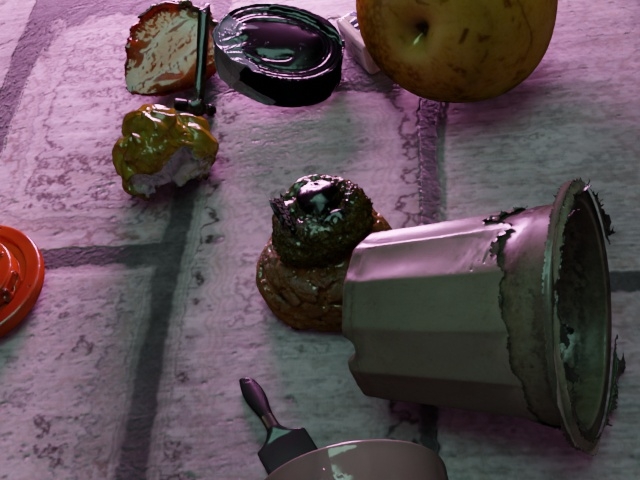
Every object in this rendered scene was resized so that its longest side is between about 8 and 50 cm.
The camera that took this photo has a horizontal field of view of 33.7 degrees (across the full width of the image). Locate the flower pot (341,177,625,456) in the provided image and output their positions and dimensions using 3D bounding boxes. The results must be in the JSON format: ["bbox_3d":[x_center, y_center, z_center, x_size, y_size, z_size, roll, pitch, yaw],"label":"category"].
[{"bbox_3d":[0.171,0.078,1.128,0.259,0.290,0.290,-1,50,26],"label":"flower pot"}]

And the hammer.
[{"bbox_3d":[-0.183,-0.274,1.586,0.065,0.021,0.178,5,82,-9],"label":"hammer"}]

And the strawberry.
[{"bbox_3d":[-0.227,-0.282,1.625,0.146,0.082,0.187,39,74,8],"label":"strawberry"}]

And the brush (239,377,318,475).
[{"bbox_3d":[-0.047,0.224,1.203,0.063,0.016,0.193,-27,50,-10],"label":"brush"}]

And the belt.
[{"bbox_3d":[-0.066,-0.272,1.560,0.198,0.078,0.151,17,58,7],"label":"belt"}]

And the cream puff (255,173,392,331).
[{"bbox_3d":[0.000,0.000,1.279,0.183,0.169,0.183,-6,51,7],"label":"cream puff"}]

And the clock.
[{"bbox_3d":[-0.470,0.060,1.415,0.205,0.051,0.205,-6,49,7],"label":"clock"}]

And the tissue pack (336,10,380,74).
[{"bbox_3d":[0.063,-0.296,1.582,0.042,0.062,0.083,-29,50,-9],"label":"tissue pack"}]

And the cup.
[{"bbox_3d":[0.074,0.324,1.001,0.252,0.191,0.200,8,48,-24],"label":"cup"}]

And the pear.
[{"bbox_3d":[0.191,-0.322,1.450,0.280,0.281,0.281,-6,50,8],"label":"pear"}]

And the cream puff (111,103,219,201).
[{"bbox_3d":[-0.218,-0.134,1.465,0.156,0.156,0.121,-21,67,-5],"label":"cream puff"}]
